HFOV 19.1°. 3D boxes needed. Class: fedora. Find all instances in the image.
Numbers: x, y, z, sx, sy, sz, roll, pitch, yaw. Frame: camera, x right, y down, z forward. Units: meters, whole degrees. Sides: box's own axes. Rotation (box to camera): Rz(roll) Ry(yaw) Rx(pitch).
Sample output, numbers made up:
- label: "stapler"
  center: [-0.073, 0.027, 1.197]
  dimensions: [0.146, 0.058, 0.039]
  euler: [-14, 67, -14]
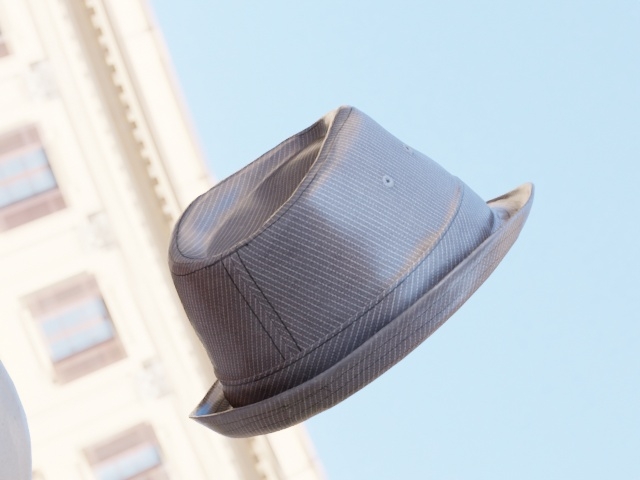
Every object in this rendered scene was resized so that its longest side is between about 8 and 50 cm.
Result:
- label: "fedora"
  center: [0.000, 0.000, 1.154]
  dimensions: [0.244, 0.275, 0.124]
  euler: [-28, -78, 33]

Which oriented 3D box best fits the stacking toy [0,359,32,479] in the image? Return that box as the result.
- label: "stacking toy"
  center: [-0.379, 0.020, 1.132]
  dimensions: [0.480, 0.351, 0.350]
  euler: [-115, -161, -48]
